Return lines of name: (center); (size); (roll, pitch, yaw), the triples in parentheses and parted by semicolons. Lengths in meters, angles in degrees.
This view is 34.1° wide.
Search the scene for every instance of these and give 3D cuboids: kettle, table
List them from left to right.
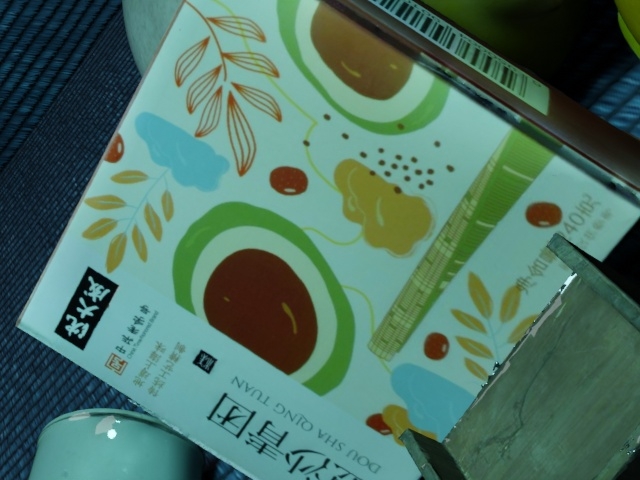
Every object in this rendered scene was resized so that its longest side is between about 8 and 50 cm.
kettle: (-0.228, 0.378, 1.121); (0.205, 0.265, 0.318); (-11, 48, 15)
table: (0.192, 0.135, 0.616); (0.169, 0.193, 0.172); (-54, 29, 12)

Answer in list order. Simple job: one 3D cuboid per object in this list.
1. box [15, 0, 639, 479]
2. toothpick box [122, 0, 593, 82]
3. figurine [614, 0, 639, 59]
box: (0.000, 0.000, 0.822); (0.385, 0.345, 0.122); (-56, 2, 27)
toothpick box: (0.044, -0.270, 0.992); (0.425, 0.409, 0.408); (-24, 45, 43)
figurine: (0.291, -0.199, 0.749); (0.215, 0.215, 0.228); (-56, 27, 10)
